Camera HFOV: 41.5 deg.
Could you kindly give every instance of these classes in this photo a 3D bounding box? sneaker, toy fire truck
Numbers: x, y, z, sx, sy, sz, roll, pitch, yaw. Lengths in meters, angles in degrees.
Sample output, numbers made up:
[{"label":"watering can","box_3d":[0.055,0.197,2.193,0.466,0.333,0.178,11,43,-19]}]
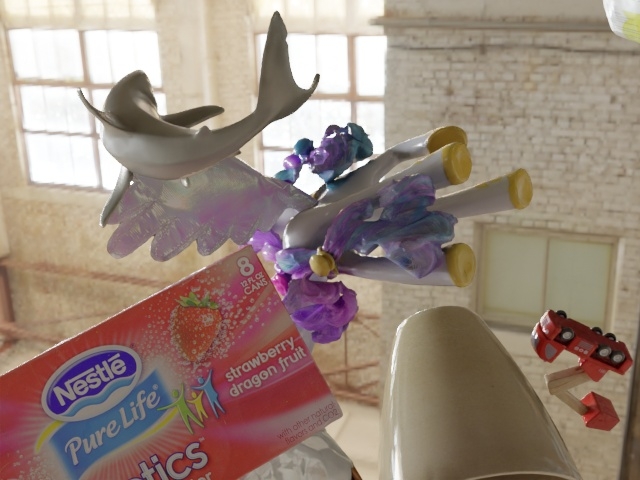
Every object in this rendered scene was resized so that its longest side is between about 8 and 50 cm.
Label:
[{"label":"sneaker","box_3d":[-0.024,0.248,0.824,0.123,0.106,0.290,41,-167,18]},{"label":"toy fire truck","box_3d":[0.366,0.186,1.201,0.192,0.135,0.047,24,-151,-15]}]

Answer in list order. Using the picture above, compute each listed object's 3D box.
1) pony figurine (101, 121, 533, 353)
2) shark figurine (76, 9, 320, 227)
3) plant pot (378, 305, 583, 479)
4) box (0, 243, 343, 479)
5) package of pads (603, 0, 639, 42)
[{"label":"pony figurine","box_3d":[0.000,0.000,0.898,0.363,0.303,0.351,-11,-160,36]},{"label":"shark figurine","box_3d":[-0.137,-0.101,0.695,0.278,0.116,0.166,6,-117,46]},{"label":"plant pot","box_3d":[0.180,0.233,1.106,0.256,0.257,0.274,-4,-130,-7]},{"label":"box","box_3d":[-0.154,0.141,0.652,0.299,0.154,0.142,-27,177,-13]},{"label":"package of pads","box_3d":[0.456,-0.277,0.837,0.296,0.101,0.229,-17,-160,3]}]
